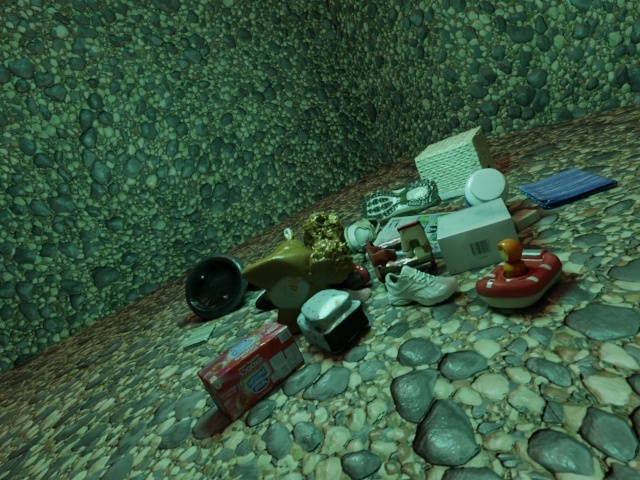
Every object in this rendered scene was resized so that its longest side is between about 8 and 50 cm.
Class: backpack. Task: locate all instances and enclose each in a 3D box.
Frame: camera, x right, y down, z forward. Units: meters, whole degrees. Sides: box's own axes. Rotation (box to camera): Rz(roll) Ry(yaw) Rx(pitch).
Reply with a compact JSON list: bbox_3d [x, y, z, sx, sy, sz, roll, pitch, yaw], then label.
[{"bbox_3d":[0.022,0.233,1.197,0.166,0.144,0.189,-40,17,-31],"label":"backpack"}]

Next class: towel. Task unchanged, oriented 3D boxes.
[{"bbox_3d":[0.928,-0.213,1.545,0.244,0.040,0.336,-20,14,15],"label":"towel"},{"bbox_3d":[-0.506,0.405,1.695,0.113,0.023,0.152,-20,12,7],"label":"towel"},{"bbox_3d":[0.295,-0.033,1.907,0.317,0.053,0.332,-33,16,-28],"label":"towel"}]

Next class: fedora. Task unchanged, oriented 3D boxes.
[{"bbox_3d":[-0.477,0.222,1.933,0.335,0.333,0.152,-22,-16,11],"label":"fedora"}]

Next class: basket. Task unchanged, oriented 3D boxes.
[{"bbox_3d":[0.714,-0.398,2.125,0.332,0.266,0.328,-16,17,36],"label":"basket"}]

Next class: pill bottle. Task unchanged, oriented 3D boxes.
[{"bbox_3d":[0.618,-0.180,1.500,0.153,0.152,0.272,-20,-13,17],"label":"pill bottle"}]

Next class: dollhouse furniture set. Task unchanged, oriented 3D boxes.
[{"bbox_3d":[0.238,0.015,1.268,0.202,0.152,0.374,-20,-19,14],"label":"dollhouse furniture set"}]

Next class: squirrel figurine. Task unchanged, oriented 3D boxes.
[{"bbox_3d":[-0.058,0.079,1.455,0.397,0.281,0.370,-34,15,10],"label":"squirrel figurine"}]

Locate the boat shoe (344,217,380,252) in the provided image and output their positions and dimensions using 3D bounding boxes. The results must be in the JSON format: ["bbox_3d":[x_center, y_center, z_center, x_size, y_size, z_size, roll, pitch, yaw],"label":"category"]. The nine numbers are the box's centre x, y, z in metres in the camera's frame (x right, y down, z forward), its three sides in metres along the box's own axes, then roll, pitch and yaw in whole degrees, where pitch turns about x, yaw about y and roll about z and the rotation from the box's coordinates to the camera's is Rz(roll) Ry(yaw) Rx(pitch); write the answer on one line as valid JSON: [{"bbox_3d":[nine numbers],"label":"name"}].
[{"bbox_3d":[0.188,-0.040,1.773,0.104,0.113,0.302,-26,11,23],"label":"boat shoe"}]

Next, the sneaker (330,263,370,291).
[{"bbox_3d":[0.054,0.153,1.520,0.135,0.097,0.276,-36,17,-37],"label":"sneaker"}]

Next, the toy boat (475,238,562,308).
[{"bbox_3d":[0.487,0.066,1.010,0.231,0.151,0.151,-32,15,-29],"label":"toy boat"}]

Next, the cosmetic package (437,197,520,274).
[{"bbox_3d":[0.513,-0.019,1.319,0.224,0.138,0.224,-18,14,22],"label":"cosmetic package"}]

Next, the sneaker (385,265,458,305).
[{"bbox_3d":[0.287,0.127,1.191,0.232,0.115,0.090,-14,18,37],"label":"sneaker"}]

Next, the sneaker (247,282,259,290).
[{"bbox_3d":[-0.349,0.187,2.084,0.145,0.090,0.270,-37,16,-33],"label":"sneaker"}]

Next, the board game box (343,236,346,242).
[{"bbox_3d":[0.019,0.046,1.837,0.208,0.056,0.347,-26,4,7],"label":"board game box"}]

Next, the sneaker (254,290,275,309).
[{"bbox_3d":[-0.170,0.235,1.628,0.217,0.079,0.121,-23,12,0],"label":"sneaker"}]

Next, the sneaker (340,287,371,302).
[{"bbox_3d":[0.114,0.183,1.373,0.134,0.070,0.051,-30,13,-25],"label":"sneaker"}]

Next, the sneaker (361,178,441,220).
[{"bbox_3d":[0.390,-0.159,1.918,0.411,0.157,0.182,-10,-24,36],"label":"sneaker"}]

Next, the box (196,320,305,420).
[{"bbox_3d":[-0.190,0.353,1.123,0.257,0.128,0.123,-33,16,-31],"label":"box"}]

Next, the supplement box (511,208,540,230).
[{"bbox_3d":[0.702,-0.071,1.399,0.099,0.036,0.062,-27,14,-13],"label":"supplement box"}]

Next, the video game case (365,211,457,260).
[{"bbox_3d":[0.378,-0.020,1.626,0.300,0.036,0.329,-4,26,33],"label":"video game case"}]
